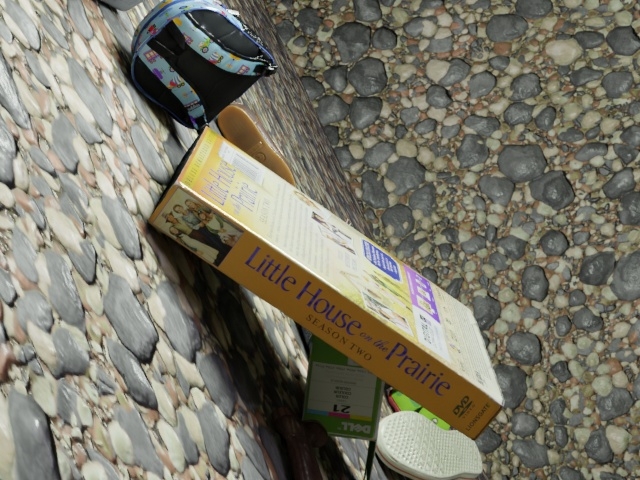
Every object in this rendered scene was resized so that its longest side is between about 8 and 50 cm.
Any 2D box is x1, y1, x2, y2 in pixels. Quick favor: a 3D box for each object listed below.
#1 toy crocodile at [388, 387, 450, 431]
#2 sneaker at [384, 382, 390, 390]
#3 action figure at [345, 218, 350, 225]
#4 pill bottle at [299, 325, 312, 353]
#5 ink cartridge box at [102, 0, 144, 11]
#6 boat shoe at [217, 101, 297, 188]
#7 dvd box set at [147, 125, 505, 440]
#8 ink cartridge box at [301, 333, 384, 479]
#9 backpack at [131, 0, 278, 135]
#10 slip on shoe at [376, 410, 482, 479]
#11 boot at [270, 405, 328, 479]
[{"bbox_3d":[0.170,0.292,2.278,0.340,0.105,0.115,59,7,2],"label":"toy crocodile"},{"bbox_3d":[0.090,0.153,2.021,0.147,0.130,0.330,57,9,-31],"label":"sneaker"},{"bbox_3d":[0.000,0.000,1.909,0.091,0.139,0.280,59,10,-26],"label":"action figure"},{"bbox_3d":[0.029,0.132,1.713,0.108,0.108,0.180,55,11,-53],"label":"pill bottle"},{"bbox_3d":[-0.210,-0.396,1.395,0.131,0.226,0.306,63,6,1],"label":"ink cartridge box"},{"bbox_3d":[-0.096,-0.135,1.919,0.207,0.073,0.073,63,9,-8],"label":"boat shoe"},{"bbox_3d":[0.010,0.036,1.346,0.420,0.062,0.307,34,13,-10],"label":"dvd box set"},{"bbox_3d":[0.026,0.221,1.493,0.189,0.097,0.255,-74,171,-81],"label":"ink cartridge box"},{"bbox_3d":[-0.167,-0.240,1.484,0.173,0.158,0.117,35,19,-52],"label":"backpack"},{"bbox_3d":[0.167,0.363,1.967,0.331,0.101,0.123,25,44,-58],"label":"slip on shoe"},{"bbox_3d":[-0.009,0.247,1.289,0.106,0.037,0.114,36,22,-48],"label":"boot"}]
